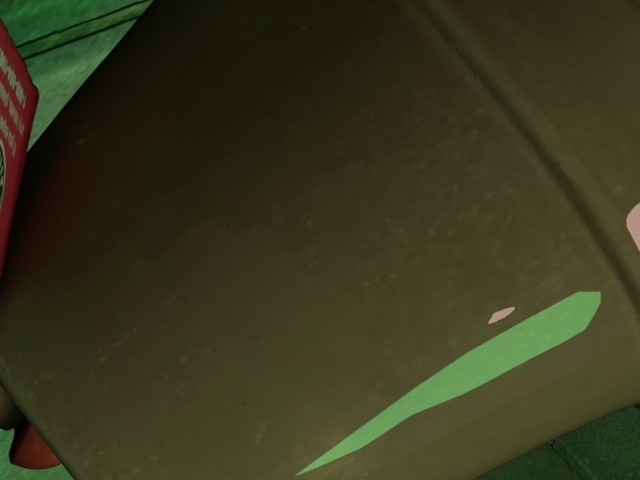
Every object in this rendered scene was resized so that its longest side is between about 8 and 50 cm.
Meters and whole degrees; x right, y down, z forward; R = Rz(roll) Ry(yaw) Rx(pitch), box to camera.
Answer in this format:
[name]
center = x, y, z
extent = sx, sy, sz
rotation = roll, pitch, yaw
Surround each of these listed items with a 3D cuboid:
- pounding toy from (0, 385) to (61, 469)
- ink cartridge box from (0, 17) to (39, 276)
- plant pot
[pounding toy]
center = -0.157, 0.095, 0.764
extent = 0.237, 0.110, 0.183
rotation = -93, -153, -73
[ink cartridge box]
center = -0.174, 0.061, 0.505
extent = 0.226, 0.131, 0.306
rotation = 90, 8, -77
[plant pot]
center = 0.000, 0.000, 0.691
extent = 0.229, 0.263, 0.263
rotation = -38, 169, -7
